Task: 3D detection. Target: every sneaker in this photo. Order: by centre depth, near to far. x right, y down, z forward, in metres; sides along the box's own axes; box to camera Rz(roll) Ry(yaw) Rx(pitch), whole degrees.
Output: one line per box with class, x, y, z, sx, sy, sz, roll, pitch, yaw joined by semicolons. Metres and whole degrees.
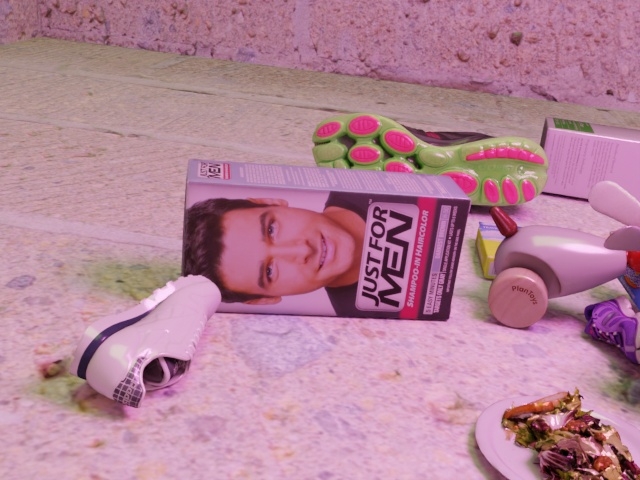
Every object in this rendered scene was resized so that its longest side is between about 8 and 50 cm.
sneaker;-0.175;0.115;0.897;0.095;0.090;0.235;27;30;17
sneaker;0.401;0.127;1.066;0.071;0.068;0.170;-7;11;7
sneaker;0.217;-0.151;1.628;0.483;0.185;0.202;10;3;2

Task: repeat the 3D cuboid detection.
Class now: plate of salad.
plate of salad;0.261;0.207;0.807;0.200;0.048;0.200;6;20;-2

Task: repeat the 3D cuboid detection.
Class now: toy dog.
toy dog;0.372;-0.011;1.101;0.334;0.161;0.220;-25;17;3

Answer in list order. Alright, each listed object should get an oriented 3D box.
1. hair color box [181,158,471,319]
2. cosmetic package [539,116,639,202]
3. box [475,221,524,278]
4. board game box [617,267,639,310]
hair color box;0.000;0.000;1.083;0.375;0.185;0.113;3;22;-8
cosmetic package;0.687;-0.171;1.786;0.366;0.155;0.197;9;18;10
box;0.323;0.020;1.327;0.109;0.042;0.178;8;20;3
board game box;0.519;0.089;1.129;0.160;0.047;0.210;25;20;-5
